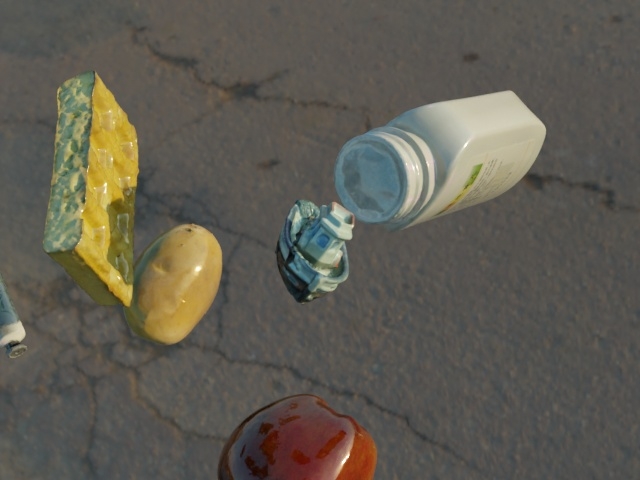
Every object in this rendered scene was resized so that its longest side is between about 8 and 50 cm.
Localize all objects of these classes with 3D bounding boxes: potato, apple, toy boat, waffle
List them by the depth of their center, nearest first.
[{"bbox_3d":[0.000,0.000,0.843,0.059,0.066,0.140,30,21,-11],"label":"toy boat"},{"bbox_3d":[-0.288,-0.062,1.406,0.057,0.168,0.274,-9,61,10],"label":"waffle"},{"bbox_3d":[-0.035,0.337,1.594,0.233,0.234,0.234,-10,39,8],"label":"apple"},{"bbox_3d":[-0.261,0.074,1.944,0.150,0.146,0.234,23,56,3],"label":"potato"}]

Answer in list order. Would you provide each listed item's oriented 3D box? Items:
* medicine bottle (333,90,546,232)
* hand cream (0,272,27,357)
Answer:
[{"bbox_3d":[0.152,-0.100,1.411,0.124,0.179,0.324,51,36,14],"label":"medicine bottle"},{"bbox_3d":[-0.474,0.080,1.578,0.067,0.042,0.195,-25,70,-16],"label":"hand cream"}]
